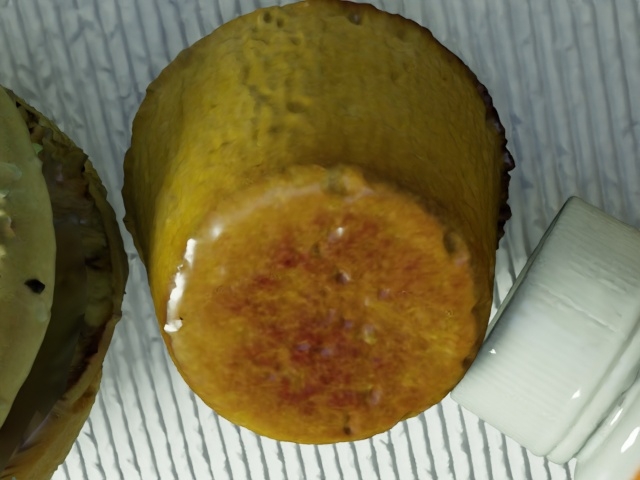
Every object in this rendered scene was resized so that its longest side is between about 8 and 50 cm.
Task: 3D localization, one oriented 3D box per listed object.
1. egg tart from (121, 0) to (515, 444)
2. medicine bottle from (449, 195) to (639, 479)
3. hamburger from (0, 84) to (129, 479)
[{"bbox_3d":[0.000,0.000,0.671,0.215,0.171,0.215,-1,120,-2],"label":"egg tart"},{"bbox_3d":[0.202,0.091,0.672,0.252,0.144,0.144,34,106,8],"label":"medicine bottle"},{"bbox_3d":[-0.243,0.028,0.658,0.277,0.195,0.318,-12,76,10],"label":"hamburger"}]
